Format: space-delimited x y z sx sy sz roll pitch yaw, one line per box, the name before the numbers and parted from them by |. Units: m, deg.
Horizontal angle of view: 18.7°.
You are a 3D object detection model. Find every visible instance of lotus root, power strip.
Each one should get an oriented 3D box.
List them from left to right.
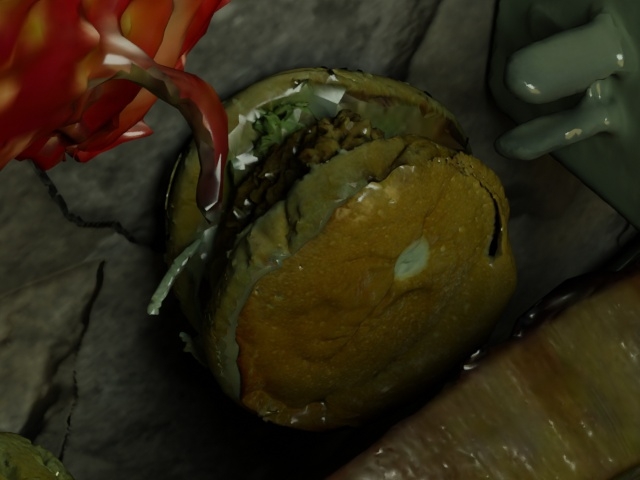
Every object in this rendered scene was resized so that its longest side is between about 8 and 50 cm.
lotus root | 0.051 0.139 0.947 0.390 0.111 0.375 -36 165 9
power strip | 0.165 -0.100 0.933 0.224 0.140 0.139 -18 134 -25

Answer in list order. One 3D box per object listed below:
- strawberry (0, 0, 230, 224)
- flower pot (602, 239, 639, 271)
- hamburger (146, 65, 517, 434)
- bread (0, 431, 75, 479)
strawberry | -0.121 -0.111 0.538 0.292 0.343 0.292 -8 129 -10
flower pot | 0.233 0.072 1.165 0.108 0.103 0.229 -39 140 -3
hamburger | 0.000 0.000 0.918 0.185 0.113 0.177 -14 138 -19
bread | -0.162 0.163 0.954 0.117 0.064 0.156 -28 139 -11
